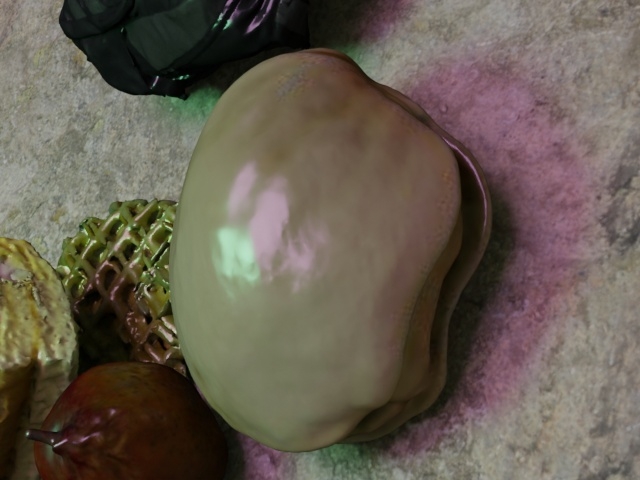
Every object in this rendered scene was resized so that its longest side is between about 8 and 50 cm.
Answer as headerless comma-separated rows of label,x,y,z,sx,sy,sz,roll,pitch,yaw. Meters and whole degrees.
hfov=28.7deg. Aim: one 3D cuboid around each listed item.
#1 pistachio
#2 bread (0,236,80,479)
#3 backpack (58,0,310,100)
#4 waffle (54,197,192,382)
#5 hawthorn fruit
pistachio,0.000,0.000,1.329,0.365,0.281,0.445,-13,72,26
bread,-0.419,0.200,1.564,0.236,0.165,0.375,59,137,42
backpack,-0.139,-0.351,1.654,0.446,0.255,0.363,14,75,59
waffle,-0.266,0.090,1.632,0.297,0.073,0.317,-13,63,38
hawthorn fruit,-0.229,0.233,1.389,0.208,0.248,0.208,-6,77,29
